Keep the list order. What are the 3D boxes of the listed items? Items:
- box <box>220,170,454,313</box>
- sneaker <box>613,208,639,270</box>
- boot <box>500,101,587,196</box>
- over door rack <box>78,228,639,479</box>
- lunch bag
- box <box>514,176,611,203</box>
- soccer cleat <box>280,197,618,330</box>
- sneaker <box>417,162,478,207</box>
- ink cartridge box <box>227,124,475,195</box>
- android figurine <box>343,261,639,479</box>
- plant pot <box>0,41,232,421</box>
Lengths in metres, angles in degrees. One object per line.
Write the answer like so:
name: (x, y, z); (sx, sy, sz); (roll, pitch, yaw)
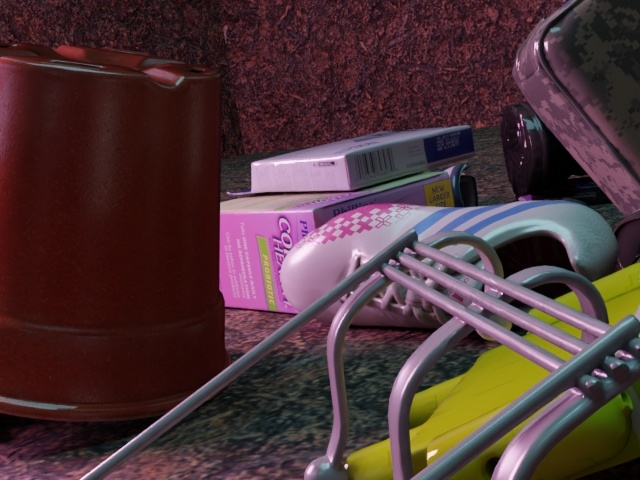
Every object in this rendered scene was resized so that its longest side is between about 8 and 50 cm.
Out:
box: (0.000, 0.000, 1.268); (0.213, 0.117, 0.243); (-17, 10, -40)
sneaker: (0.292, 0.018, 0.948); (0.118, 0.083, 0.222); (-13, 10, -18)
boot: (0.400, -0.154, 1.584); (0.260, 0.131, 0.348); (-8, 7, 8)
over door rack: (-0.031, 0.109, 0.402); (0.324, 0.108, 0.239); (-25, 11, -8)
lunch bag: (0.351, -0.143, 1.170); (0.212, 0.305, 0.256); (-40, -2, -3)
box: (0.383, -0.074, 1.623); (0.162, 0.029, 0.116); (-3, 10, 27)
soccer cleat: (0.100, 0.028, 0.998); (0.331, 0.116, 0.143); (-9, 19, 22)
sneaker: (0.152, -0.069, 1.595); (0.153, 0.099, 0.282); (-13, 15, 9)
ink cartridge box: (0.033, -0.098, 1.324); (0.223, 0.045, 0.224); (-17, 11, -42)
android figurine: (0.145, 0.070, 0.583); (0.273, 0.056, 0.248); (-29, 0, 29)
plant pot: (-0.196, -0.024, 0.923); (0.272, 0.265, 0.272); (7, 13, -2)
